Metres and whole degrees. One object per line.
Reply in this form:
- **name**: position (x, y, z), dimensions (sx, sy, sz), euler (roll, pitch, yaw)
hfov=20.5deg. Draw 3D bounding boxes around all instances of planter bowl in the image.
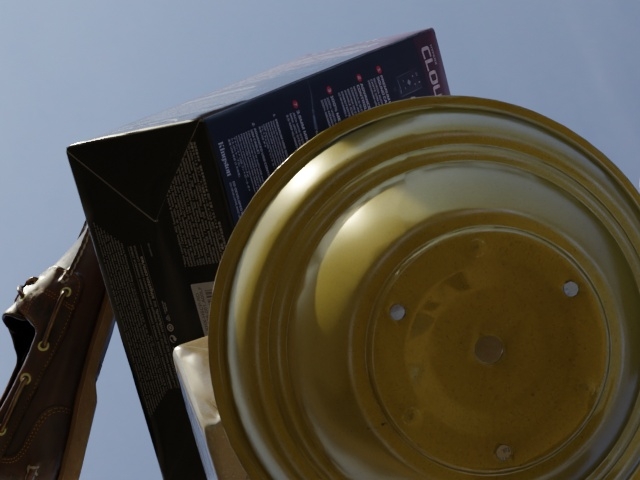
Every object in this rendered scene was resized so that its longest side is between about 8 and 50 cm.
- **planter bowl**: position (0.063, 0.044, 0.746), dimensions (0.217, 0.090, 0.217), euler (0, -90, -7)

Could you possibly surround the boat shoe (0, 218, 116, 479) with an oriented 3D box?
- **boat shoe**: position (-0.164, 0.057, 1.109), dimensions (0.073, 0.073, 0.207), euler (118, -14, -62)

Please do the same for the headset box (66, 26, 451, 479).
- **headset box**: position (0.000, 0.000, 1.110), dimensions (0.110, 0.293, 0.218), euler (-8, -77, 36)

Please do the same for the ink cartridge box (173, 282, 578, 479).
- **ink cartridge box**: position (0.063, 0.112, 0.904), dimensions (0.088, 0.234, 0.193), euler (-123, -162, -58)
